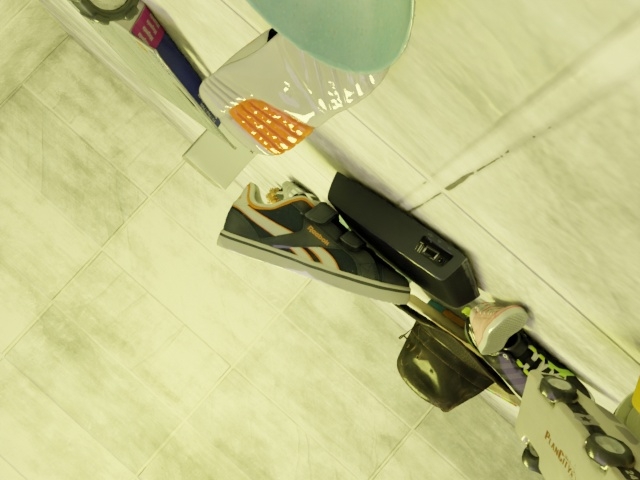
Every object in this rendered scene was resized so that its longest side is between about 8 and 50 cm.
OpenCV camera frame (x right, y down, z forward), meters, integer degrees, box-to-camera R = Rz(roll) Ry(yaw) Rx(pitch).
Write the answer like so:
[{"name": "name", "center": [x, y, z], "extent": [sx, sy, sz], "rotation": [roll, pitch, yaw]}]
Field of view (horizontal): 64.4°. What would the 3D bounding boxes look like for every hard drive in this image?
[{"name": "hard drive", "center": [0.123, 0.003, 0.789], "extent": [0.255, 0.054, 0.172], "rotation": [38, 175, 34]}]

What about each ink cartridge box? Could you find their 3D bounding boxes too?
[{"name": "ink cartridge box", "center": [-0.320, -0.357, 1.010], "extent": [0.330, 0.071, 0.324], "rotation": [36, 173, 23]}]

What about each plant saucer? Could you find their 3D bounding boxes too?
[{"name": "plant saucer", "center": [-0.015, -0.179, 0.275], "extent": [0.195, 0.037, 0.195], "rotation": [41, 170, 9]}]

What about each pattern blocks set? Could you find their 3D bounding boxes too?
[{"name": "pattern blocks set", "center": [0.464, 0.399, 1.380], "extent": [0.285, 0.026, 0.325], "rotation": [33, 173, -32]}]

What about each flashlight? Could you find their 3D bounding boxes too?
[{"name": "flashlight", "center": [-0.371, -0.406, 0.766], "extent": [0.304, 0.103, 0.103], "rotation": [36, 176, 40]}]

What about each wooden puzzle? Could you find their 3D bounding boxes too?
[{"name": "wooden puzzle", "center": [0.335, 0.220, 1.198], "extent": [0.239, 0.044, 0.221], "rotation": [39, 177, -39]}]

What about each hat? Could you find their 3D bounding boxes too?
[{"name": "hat", "center": [0.237, 0.251, 1.003], "extent": [0.331, 0.134, 0.331], "rotation": [38, 180, 0]}]

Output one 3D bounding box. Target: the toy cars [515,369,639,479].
[{"name": "toy cars", "center": [0.273, 0.163, 0.391], "extent": [0.087, 0.176, 0.393], "rotation": [7, 155, -2]}]

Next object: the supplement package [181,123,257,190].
[{"name": "supplement package", "center": [-0.279, -0.234, 1.381], "extent": [0.134, 0.139, 0.244], "rotation": [42, 174, -18]}]

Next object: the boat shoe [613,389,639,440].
[{"name": "boat shoe", "center": [0.426, 0.283, 0.468], "extent": [0.340, 0.127, 0.113], "rotation": [41, 177, 30]}]

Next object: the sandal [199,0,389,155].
[{"name": "sandal", "center": [-0.018, -0.149, 0.464], "extent": [0.102, 0.076, 0.265], "rotation": [49, 152, -23]}]

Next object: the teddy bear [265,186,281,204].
[{"name": "teddy bear", "center": [-0.076, -0.054, 1.569], "extent": [0.245, 0.113, 0.338], "rotation": [46, 174, -25]}]

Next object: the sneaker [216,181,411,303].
[{"name": "sneaker", "center": [0.000, 0.000, 0.802], "extent": [0.321, 0.127, 0.126], "rotation": [19, 180, 7]}]

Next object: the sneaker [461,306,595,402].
[{"name": "sneaker", "center": [0.314, 0.193, 0.802], "extent": [0.235, 0.084, 0.097], "rotation": [39, 173, 33]}]

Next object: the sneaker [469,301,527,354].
[{"name": "sneaker", "center": [0.254, 0.112, 0.745], "extent": [0.134, 0.051, 0.070], "rotation": [92, 170, -56]}]

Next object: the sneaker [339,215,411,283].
[{"name": "sneaker", "center": [0.062, -0.002, 0.981], "extent": [0.256, 0.094, 0.151], "rotation": [29, 177, 21]}]

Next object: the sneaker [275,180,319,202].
[{"name": "sneaker", "center": [-0.050, -0.085, 1.314], "extent": [0.132, 0.086, 0.228], "rotation": [45, 167, 25]}]
